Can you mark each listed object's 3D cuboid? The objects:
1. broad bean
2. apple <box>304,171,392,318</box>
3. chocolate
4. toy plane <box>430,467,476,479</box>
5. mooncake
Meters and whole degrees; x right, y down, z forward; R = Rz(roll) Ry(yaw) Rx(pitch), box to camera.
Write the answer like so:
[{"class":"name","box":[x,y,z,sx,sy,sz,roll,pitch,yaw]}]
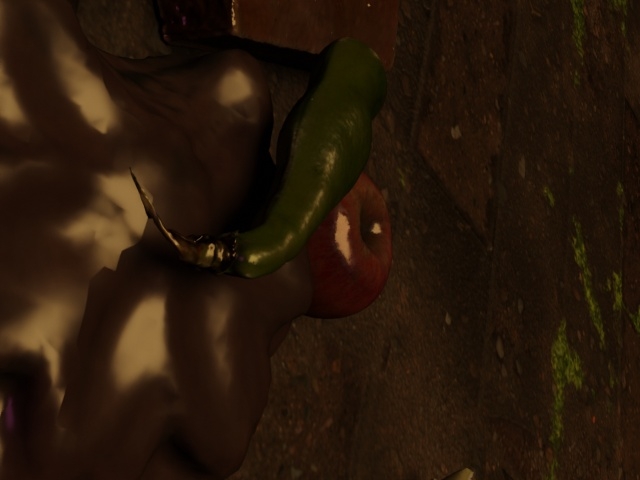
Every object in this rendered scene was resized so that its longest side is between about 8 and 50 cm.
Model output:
[{"class":"broad bean","box":[-0.011,-0.061,0.710,0.318,0.056,0.098,-48,123,-57]},{"class":"apple","box":[0.000,0.000,1.025,0.153,0.120,0.153,38,46,-53]},{"class":"chocolate","box":[-0.028,-0.229,1.074,0.321,0.112,0.112,-4,92,-59]},{"class":"toy plane","box":[0.105,0.348,1.102,0.286,0.108,0.092,-53,127,-36]},{"class":"mooncake","box":[-0.167,0.002,0.687,0.381,0.212,0.350,-4,90,-56]}]
